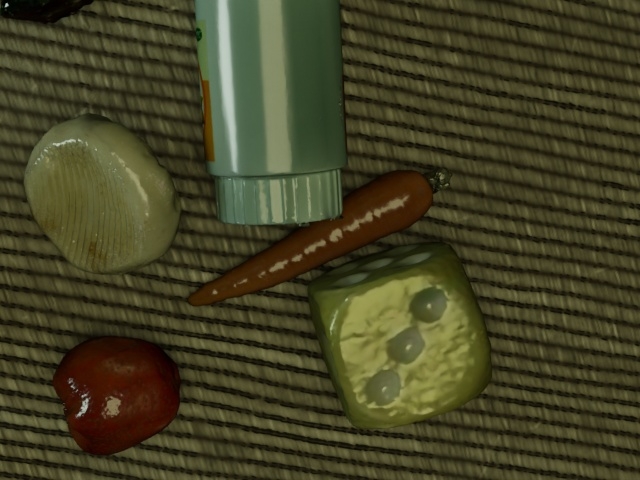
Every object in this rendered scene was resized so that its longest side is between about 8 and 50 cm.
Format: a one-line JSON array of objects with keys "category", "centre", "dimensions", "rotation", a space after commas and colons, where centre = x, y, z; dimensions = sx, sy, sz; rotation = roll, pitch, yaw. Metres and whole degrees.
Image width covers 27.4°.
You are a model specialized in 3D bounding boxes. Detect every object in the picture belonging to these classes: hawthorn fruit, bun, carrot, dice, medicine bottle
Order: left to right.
[{"category": "bun", "centre": [-0.231, -0.054, 1.436], "dimensions": [0.183, 0.102, 0.183], "rotation": [11, 118, 21]}, {"category": "hawthorn fruit", "centre": [-0.221, 0.167, 1.452], "dimensions": [0.138, 0.133, 0.133], "rotation": [-16, 99, -12]}, {"category": "medicine bottle", "centre": [-0.053, -0.178, 1.413], "dimensions": [0.158, 0.158, 0.318], "rotation": [-4, 98, -7]}, {"category": "carrot", "centre": [0.000, 0.000, 1.493], "dimensions": [0.336, 0.069, 0.069], "rotation": [-28, 100, 0]}, {"category": "dice", "centre": [0.087, 0.104, 1.462], "dimensions": [0.169, 0.169, 0.166], "rotation": [-18, 100, -5]}]

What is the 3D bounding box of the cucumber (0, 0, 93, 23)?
[{"category": "cucumber", "centre": [-0.198, -0.347, 1.405], "dimensions": [0.359, 0.096, 0.096], "rotation": [-39, 100, -2]}]
